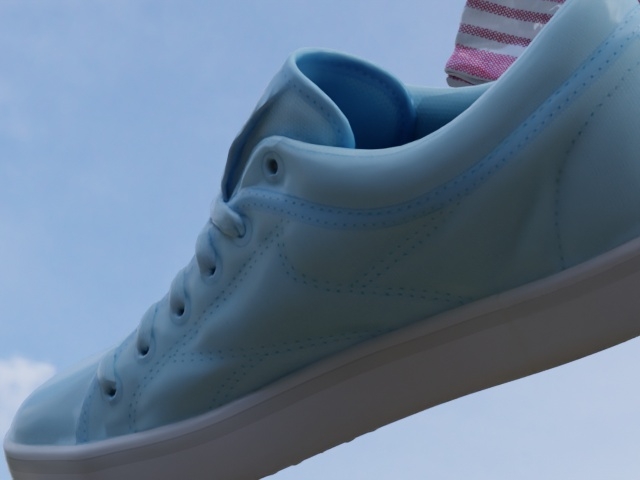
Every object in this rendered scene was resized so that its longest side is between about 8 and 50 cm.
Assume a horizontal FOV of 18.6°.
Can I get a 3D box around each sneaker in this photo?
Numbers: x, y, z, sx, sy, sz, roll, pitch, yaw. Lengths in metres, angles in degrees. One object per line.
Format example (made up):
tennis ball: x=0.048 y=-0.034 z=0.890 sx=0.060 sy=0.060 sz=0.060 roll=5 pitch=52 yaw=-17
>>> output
sneaker: x=0.000 y=0.000 z=0.803 sx=0.366 sy=0.135 sz=0.150 roll=-24 pitch=-84 yaw=26

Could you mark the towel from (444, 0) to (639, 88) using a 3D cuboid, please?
towel: x=0.148 y=-0.166 z=1.033 sx=0.144 sy=0.197 sz=0.029 roll=11 pitch=-2 yaw=34
